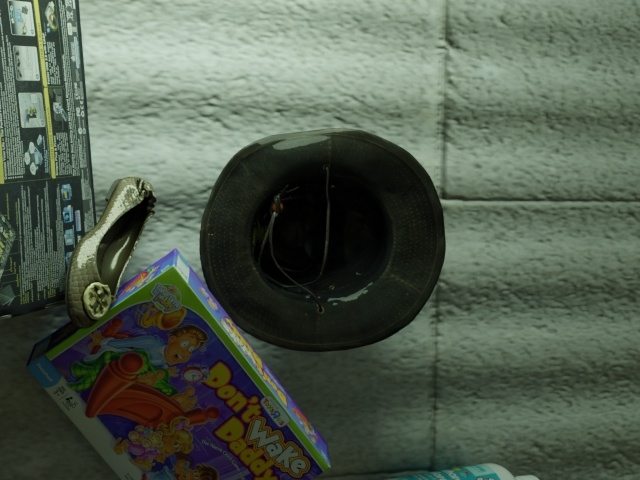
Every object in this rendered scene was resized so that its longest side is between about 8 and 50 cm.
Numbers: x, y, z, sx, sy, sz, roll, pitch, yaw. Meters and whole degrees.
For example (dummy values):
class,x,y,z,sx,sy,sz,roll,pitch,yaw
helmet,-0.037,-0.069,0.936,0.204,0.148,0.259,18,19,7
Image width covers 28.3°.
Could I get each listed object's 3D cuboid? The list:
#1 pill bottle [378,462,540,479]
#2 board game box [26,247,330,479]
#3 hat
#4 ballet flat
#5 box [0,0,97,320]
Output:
class,x,y,z,sx,sy,sz,roll,pitch,yaw
pill bottle,0.198,0.403,1.841,0.264,0.146,0.146,-5,95,-23
board game box,-0.181,0.217,1.667,0.233,0.078,0.347,-35,106,7
hat,0.000,0.000,1.744,0.331,0.134,0.331,0,90,-5
ballet flat,-0.259,0.009,1.607,0.249,0.058,0.084,-73,155,-45
box,-0.391,-0.105,1.500,0.097,0.318,0.394,-1,96,23
